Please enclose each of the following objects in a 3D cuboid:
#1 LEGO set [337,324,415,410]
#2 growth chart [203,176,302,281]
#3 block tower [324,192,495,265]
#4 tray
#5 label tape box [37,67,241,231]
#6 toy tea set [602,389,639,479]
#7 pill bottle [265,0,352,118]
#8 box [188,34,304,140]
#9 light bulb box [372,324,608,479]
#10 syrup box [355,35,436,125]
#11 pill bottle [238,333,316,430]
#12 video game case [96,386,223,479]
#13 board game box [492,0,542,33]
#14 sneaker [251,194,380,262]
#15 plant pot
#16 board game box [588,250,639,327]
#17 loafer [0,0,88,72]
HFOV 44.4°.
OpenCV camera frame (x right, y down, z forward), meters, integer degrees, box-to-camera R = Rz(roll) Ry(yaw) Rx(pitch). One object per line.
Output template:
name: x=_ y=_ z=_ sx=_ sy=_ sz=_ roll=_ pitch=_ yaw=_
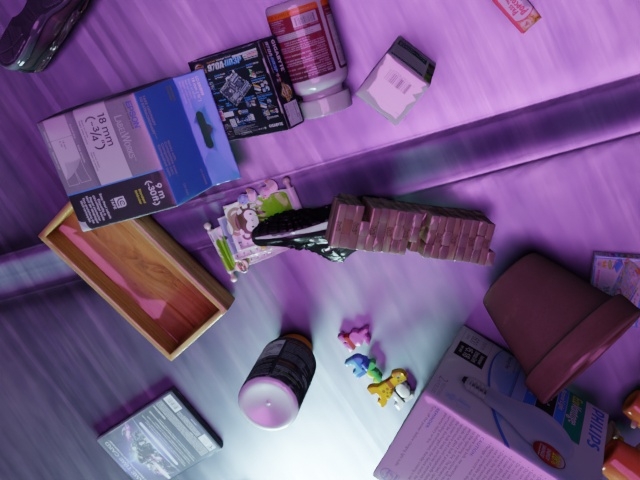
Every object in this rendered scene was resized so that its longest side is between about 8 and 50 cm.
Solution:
LEGO set: x=0.139 y=0.287 z=1.736 sx=0.093 sy=0.087 sz=0.227 roll=-36 pitch=101 yaw=22
growth chart: x=-0.137 y=-0.028 z=1.706 sx=0.237 sy=0.021 sz=0.172 roll=-26 pitch=104 yaw=17
block tower: x=0.181 y=-0.023 z=1.550 sx=0.336 sy=0.091 sz=0.097 roll=8 pitch=107 yaw=-14
tray: x=-0.411 y=0.060 z=1.767 sx=0.411 sy=0.076 sz=0.203 roll=45 pitch=112 yaw=-8
label tape box: x=-0.361 y=-0.180 z=1.572 sx=0.334 sy=0.106 sz=0.240 roll=-14 pitch=107 yaw=15
toy tea set: x=0.692 y=0.382 z=1.604 sx=0.124 sy=0.200 sz=0.336 roll=36 pitch=108 yaw=6
pill bottle: x=-0.017 y=-0.353 z=1.502 sx=0.121 sy=0.121 sz=0.221 roll=-13 pitch=107 yaw=16
box: x=-0.149 y=-0.291 z=1.537 sx=0.220 sy=0.051 sz=0.175 roll=-3 pitch=113 yaw=44
light bulb box: x=0.351 y=0.406 z=1.561 sx=0.361 sy=0.358 sz=0.225 roll=31 pitch=114 yaw=11
syrup box: x=0.142 y=-0.297 z=1.428 sx=0.093 sy=0.237 sz=0.096 roll=37 pitch=114 yaw=-5
pill bottle: x=-0.082 y=0.292 z=1.695 sx=0.130 sy=0.245 sz=0.130 roll=4 pitch=110 yaw=11
video game case: x=-0.404 y=0.505 z=1.963 sx=0.274 sy=0.026 sz=0.196 roll=-34 pitch=101 yaw=22
board game box: x=0.306 y=-0.457 z=1.383 sx=0.193 sy=0.147 sz=0.045 roll=45 pitch=112 yaw=-7
sneaker: x=0.000 y=0.000 z=1.634 sx=0.283 sy=0.107 sz=0.124 roll=-10 pitch=115 yaw=7
plant pot: x=0.453 y=0.151 z=1.543 sx=0.229 sy=0.263 sz=0.263 roll=48 pitch=115 yaw=23
board game box: x=0.602 y=0.101 z=1.603 sx=0.103 sy=0.026 sz=0.154 roll=5 pitch=112 yaw=10
loafer: x=-0.540 y=-0.465 z=1.596 sx=0.302 sy=0.095 sz=0.109 roll=-45 pitch=67 yaw=18
